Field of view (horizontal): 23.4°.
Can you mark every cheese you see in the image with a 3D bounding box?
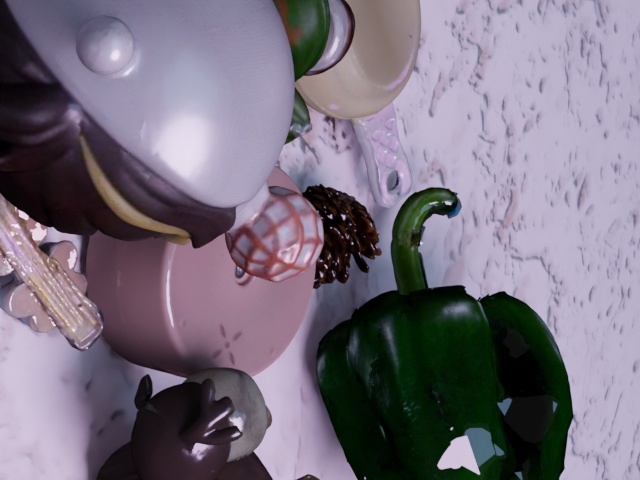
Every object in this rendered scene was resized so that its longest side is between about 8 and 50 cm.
[{"bbox_3d":[0.028,-0.128,1.135,0.137,0.064,0.227,-39,125,-38],"label":"cheese"}]

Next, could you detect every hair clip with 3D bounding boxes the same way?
[{"bbox_3d":[-0.192,-0.014,0.899,0.062,0.056,0.214,-45,137,-20],"label":"hair clip"}]

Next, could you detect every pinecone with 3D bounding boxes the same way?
[{"bbox_3d":[0.000,0.000,1.114,0.083,0.077,0.077,-35,124,-14],"label":"pinecone"}]

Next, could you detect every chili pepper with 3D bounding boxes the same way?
[{"bbox_3d":[0.085,0.091,1.158,0.174,0.165,0.261,3,57,-33],"label":"chili pepper"}]

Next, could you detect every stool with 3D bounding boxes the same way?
[{"bbox_3d":[-0.070,0.151,0.986,0.121,0.125,0.217,-31,141,-40],"label":"stool"}]

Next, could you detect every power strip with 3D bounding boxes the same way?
[{"bbox_3d":[-0.077,0.018,1.015,0.154,0.078,0.154,-14,109,-50],"label":"power strip"}]

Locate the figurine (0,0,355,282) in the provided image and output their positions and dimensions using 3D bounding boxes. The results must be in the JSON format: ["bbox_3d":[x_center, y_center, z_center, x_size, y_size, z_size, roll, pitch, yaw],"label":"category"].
[{"bbox_3d":[-0.078,-0.108,0.887,0.281,0.167,0.370,49,25,1],"label":"figurine"}]
